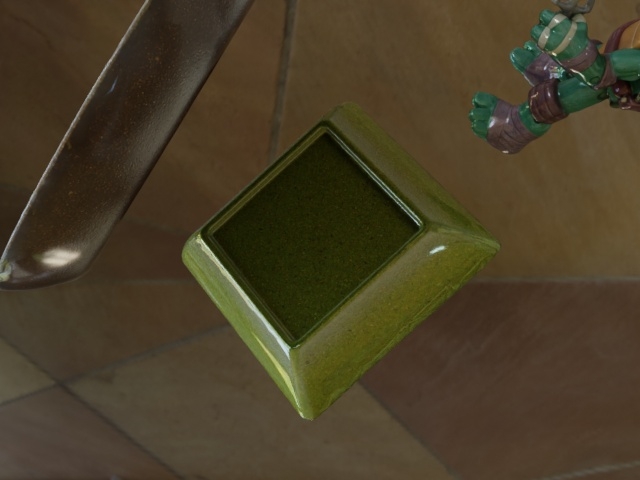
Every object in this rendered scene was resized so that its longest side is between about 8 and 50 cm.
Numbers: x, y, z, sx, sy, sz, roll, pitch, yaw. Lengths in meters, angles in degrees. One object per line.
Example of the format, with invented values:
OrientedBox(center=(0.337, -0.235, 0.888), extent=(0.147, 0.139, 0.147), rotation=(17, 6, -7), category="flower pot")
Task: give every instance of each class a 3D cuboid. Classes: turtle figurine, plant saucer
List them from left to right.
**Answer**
OrientedBox(center=(-0.109, -0.092, 0.638), extent=(0.050, 0.310, 0.310), rotation=(32, 137, -11), category="plant saucer")
OrientedBox(center=(0.000, 0.000, 0.723), extent=(0.188, 0.188, 0.045), rotation=(-42, 148, 1), category="plant saucer")
OrientedBox(center=(0.212, -0.140, 0.683), extent=(0.234, 0.175, 0.118), rotation=(-29, 89, 57), category="turtle figurine")
